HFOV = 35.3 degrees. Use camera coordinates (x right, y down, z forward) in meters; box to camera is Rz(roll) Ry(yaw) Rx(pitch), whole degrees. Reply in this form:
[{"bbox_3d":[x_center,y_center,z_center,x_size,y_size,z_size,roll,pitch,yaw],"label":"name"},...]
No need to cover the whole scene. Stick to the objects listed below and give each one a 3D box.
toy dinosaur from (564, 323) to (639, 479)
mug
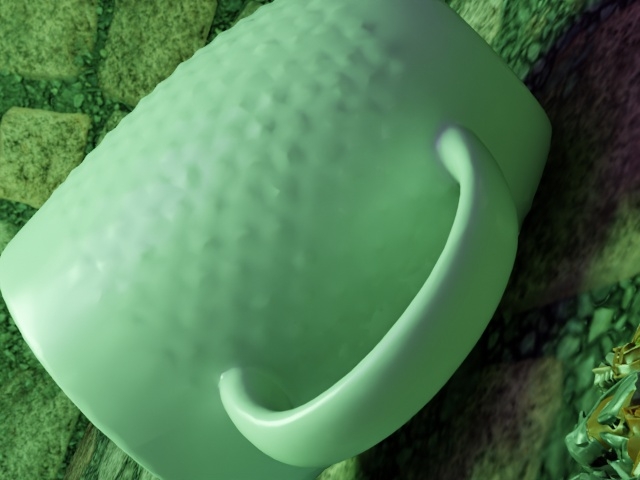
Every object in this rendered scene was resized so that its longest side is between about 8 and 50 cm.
[{"bbox_3d":[0.154,0.112,0.278,0.218,0.164,0.322,-51,0,-3],"label":"toy dinosaur"},{"bbox_3d":[0.000,0.000,0.668,0.328,0.276,0.374,-46,25,6],"label":"mug"}]
